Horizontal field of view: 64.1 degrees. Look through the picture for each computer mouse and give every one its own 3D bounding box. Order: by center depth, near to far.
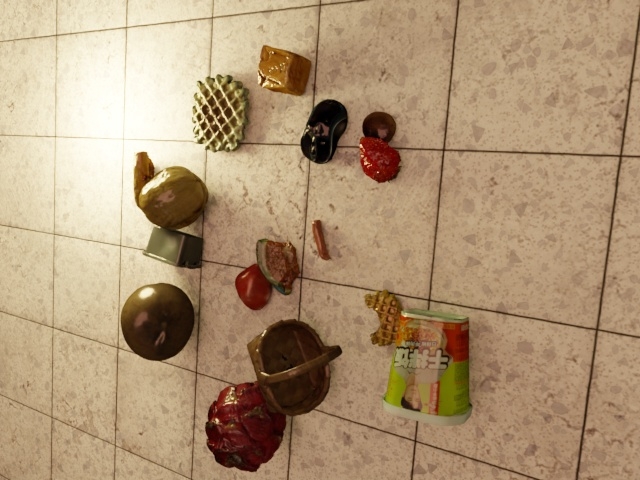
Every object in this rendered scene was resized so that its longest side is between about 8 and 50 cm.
[{"bbox_3d":[0.009,-0.388,1.815,0.137,0.096,0.233,22,103,25],"label":"computer mouse"}]

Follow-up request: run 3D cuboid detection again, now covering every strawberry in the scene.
[{"bbox_3d":[0.188,-0.274,1.715,0.187,0.082,0.146,52,125,7],"label":"strawberry"}]

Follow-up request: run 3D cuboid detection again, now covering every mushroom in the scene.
[{"bbox_3d":[0.197,-0.382,1.739,0.123,0.052,0.123,1,91,28],"label":"mushroom"}]

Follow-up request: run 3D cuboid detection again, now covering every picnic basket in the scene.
[{"bbox_3d":[-0.073,0.434,1.786,0.337,0.293,0.337,26,124,47],"label":"picnic basket"}]

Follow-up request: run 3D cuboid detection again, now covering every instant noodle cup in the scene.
[{"bbox_3d":[0.346,0.381,1.608,0.294,0.294,0.308,4,89,28],"label":"instant noodle cup"}]

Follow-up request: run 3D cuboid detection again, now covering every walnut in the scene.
[{"bbox_3d":[-0.598,-0.177,2.090,0.283,0.227,0.283,2,96,18],"label":"walnut"}]

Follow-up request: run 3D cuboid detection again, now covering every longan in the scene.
[{"bbox_3d":[-0.676,0.336,2.130,0.319,0.319,0.319,2,95,28],"label":"longan"}]

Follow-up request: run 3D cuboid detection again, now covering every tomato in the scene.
[{"bbox_3d":[-0.271,0.189,2.019,0.166,0.082,0.174,-31,77,26],"label":"tomato"}]

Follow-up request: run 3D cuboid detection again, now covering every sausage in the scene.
[{"bbox_3d":[0.000,0.000,1.883,0.042,0.036,0.158,-19,85,40],"label":"sausage"}]

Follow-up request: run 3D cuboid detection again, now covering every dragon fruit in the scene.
[{"bbox_3d":[-0.282,0.697,1.927,0.329,0.329,0.329,2,95,28],"label":"dragon fruit"}]

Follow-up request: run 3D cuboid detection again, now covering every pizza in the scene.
[{"bbox_3d":[-0.758,-0.277,2.211,0.335,0.086,0.226,105,164,-45],"label":"pizza"}]

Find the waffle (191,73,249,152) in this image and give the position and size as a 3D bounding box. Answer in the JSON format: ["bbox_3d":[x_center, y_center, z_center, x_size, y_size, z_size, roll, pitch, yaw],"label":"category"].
[{"bbox_3d":[-0.403,-0.507,2.053,0.292,0.056,0.309,11,100,28],"label":"waffle"}]

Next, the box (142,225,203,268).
[{"bbox_3d":[-0.615,0.027,2.159,0.243,0.163,0.135,15,92,28],"label":"box"}]

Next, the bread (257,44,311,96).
[{"bbox_3d":[-0.132,-0.613,1.851,0.158,0.143,0.149,16,102,31],"label":"bread"}]

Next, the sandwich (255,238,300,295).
[{"bbox_3d":[-0.165,0.098,1.955,0.159,0.079,0.235,-13,87,29],"label":"sandwich"}]

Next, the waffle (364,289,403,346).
[{"bbox_3d":[0.218,0.271,1.776,0.149,0.051,0.194,-22,84,27],"label":"waffle"}]
